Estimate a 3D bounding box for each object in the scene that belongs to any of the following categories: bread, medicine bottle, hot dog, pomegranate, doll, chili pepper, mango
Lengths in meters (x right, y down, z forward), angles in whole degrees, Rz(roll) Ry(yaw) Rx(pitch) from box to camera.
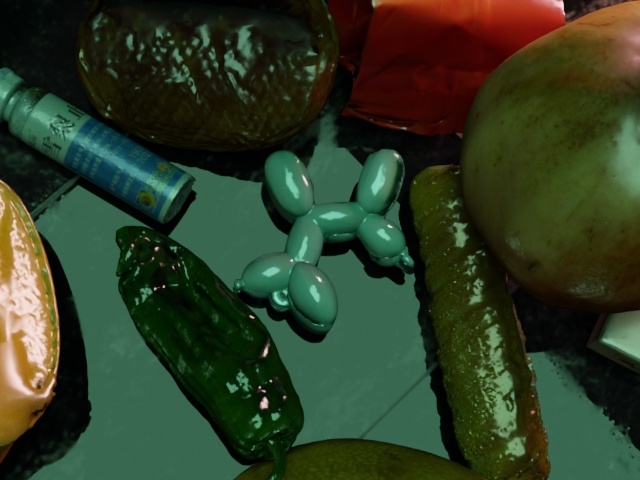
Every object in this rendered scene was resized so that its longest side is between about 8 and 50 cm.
[{"bbox_3d":[-0.305,0.065,0.950,0.195,0.143,0.269,14,55,-38],"label":"bread"},{"bbox_3d":[-0.201,-0.081,1.067,0.191,0.051,0.051,31,78,1],"label":"medicine bottle"},{"bbox_3d":[-0.091,-0.156,1.056,0.227,0.099,0.160,11,88,15],"label":"hot dog"},{"bbox_3d":[0.240,-0.073,0.957,0.252,0.270,0.229,-18,67,-15],"label":"pomegranate"},{"bbox_3d":[0.000,0.000,1.062,0.159,0.059,0.158,-7,79,-7],"label":"doll"},{"bbox_3d":[-0.089,0.087,1.007,0.100,0.074,0.257,-17,52,-37],"label":"chili pepper"},{"bbox_3d":[0.050,0.249,0.983,0.295,0.120,0.177,17,78,0],"label":"mango"},{"bbox_3d":[0.134,0.072,1.054,0.083,0.068,0.289,-12,82,-4],"label":"hot dog"}]

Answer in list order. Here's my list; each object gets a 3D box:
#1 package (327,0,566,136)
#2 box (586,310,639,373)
[{"bbox_3d":[0.095,-0.306,1.088,0.196,0.123,0.423,-1,79,-18],"label":"package"},{"bbox_3d":[0.405,-0.021,1.102,0.205,0.051,0.365,27,78,4],"label":"box"}]
